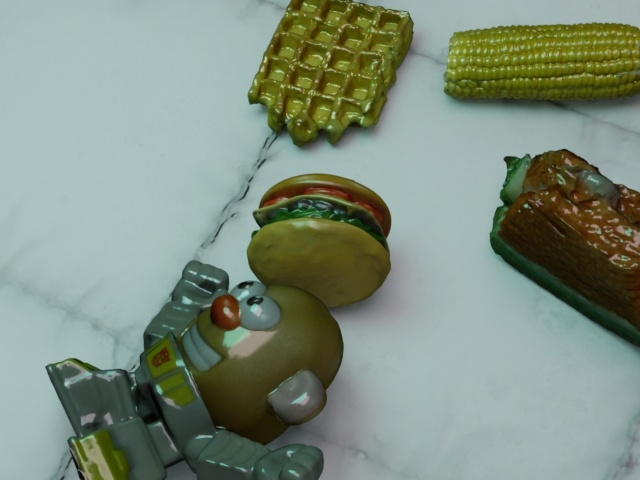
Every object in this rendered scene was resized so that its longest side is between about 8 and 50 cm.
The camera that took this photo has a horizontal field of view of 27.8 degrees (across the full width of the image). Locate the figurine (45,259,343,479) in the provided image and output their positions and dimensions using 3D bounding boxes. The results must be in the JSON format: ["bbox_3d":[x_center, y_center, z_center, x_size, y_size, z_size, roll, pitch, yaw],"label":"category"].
[{"bbox_3d":[-0.112,0.143,1.290,0.285,0.167,0.342,-23,60,-6],"label":"figurine"}]

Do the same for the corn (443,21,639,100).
[{"bbox_3d":[0.267,-0.211,1.533,0.244,0.093,0.093,-2,58,4],"label":"corn"}]

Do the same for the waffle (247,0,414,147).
[{"bbox_3d":[0.010,-0.200,1.564,0.161,0.055,0.210,13,59,13],"label":"waffle"}]

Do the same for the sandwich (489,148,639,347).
[{"bbox_3d":[0.291,0.007,1.341,0.292,0.212,0.109,38,82,9],"label":"sandwich"}]

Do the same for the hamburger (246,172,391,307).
[{"bbox_3d":[0.000,0.000,1.383,0.162,0.162,0.115,2,57,5],"label":"hamburger"}]
